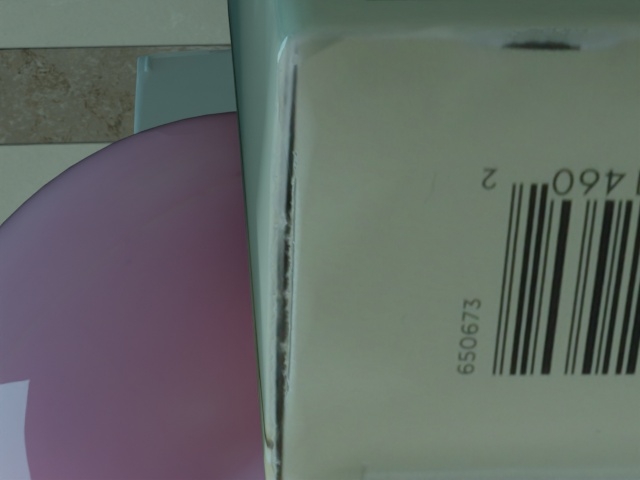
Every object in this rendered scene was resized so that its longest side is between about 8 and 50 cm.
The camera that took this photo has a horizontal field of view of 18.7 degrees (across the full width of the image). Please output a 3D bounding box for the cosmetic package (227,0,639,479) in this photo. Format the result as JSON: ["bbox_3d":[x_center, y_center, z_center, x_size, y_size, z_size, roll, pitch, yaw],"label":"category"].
[{"bbox_3d":[0.055,-0.074,0.498,0.309,0.160,0.113,-96,8,-59],"label":"cosmetic package"}]

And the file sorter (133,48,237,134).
[{"bbox_3d":[0.000,0.000,1.078,0.278,0.193,0.173,-104,10,-71],"label":"file sorter"}]

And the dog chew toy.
[{"bbox_3d":[0.024,0.107,0.520,0.332,0.206,0.206,46,145,41],"label":"dog chew toy"}]
